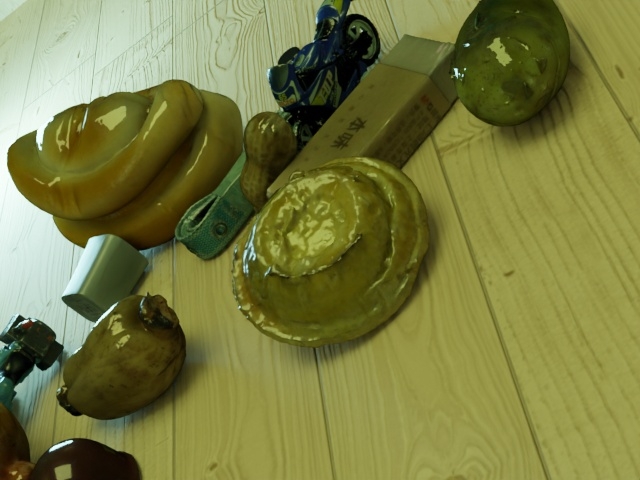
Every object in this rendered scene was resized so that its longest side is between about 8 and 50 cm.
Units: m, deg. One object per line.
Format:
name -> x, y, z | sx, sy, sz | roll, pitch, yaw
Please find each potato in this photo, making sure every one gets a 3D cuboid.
potato -> 0.257, -0.259, 1.628 | 0.169, 0.143, 0.248 | -14, 41, 24

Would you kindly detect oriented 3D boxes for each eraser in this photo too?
eraser -> 0.076, -0.159, 1.780 | 0.343, 0.078, 0.144 | -50, 34, -10

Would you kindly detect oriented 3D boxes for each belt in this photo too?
belt -> -0.121, -0.102, 1.941 | 0.302, 0.072, 0.087 | -51, 28, -9

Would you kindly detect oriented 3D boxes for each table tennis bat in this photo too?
table tennis bat -> -0.054, -0.338, 2.205 | 0.050, 0.007, 0.083 | -44, 30, 0

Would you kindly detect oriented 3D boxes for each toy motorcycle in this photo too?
toy motorcycle -> -0.525, 0.238, 1.953 | 0.182, 0.123, 0.272 | -23, 32, 56
toy motorcycle -> 0.005, -0.274, 1.910 | 0.113, 0.169, 0.315 | -10, 46, 44

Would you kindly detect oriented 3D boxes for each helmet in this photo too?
helmet -> -0.340, 0.339, 1.650 | 0.155, 0.106, 0.175 | -52, 36, -11

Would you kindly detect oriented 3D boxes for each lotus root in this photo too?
lotus root -> -0.286, 0.171, 1.753 | 0.257, 0.140, 0.154 | -39, 44, 27

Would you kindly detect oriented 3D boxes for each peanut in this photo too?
peanut -> -0.080, -0.119, 1.836 | 0.089, 0.089, 0.192 | -88, 8, -49

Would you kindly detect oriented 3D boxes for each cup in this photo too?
cup -> -0.376, 0.065, 2.019 | 0.128, 0.095, 0.129 | -10, 46, 45

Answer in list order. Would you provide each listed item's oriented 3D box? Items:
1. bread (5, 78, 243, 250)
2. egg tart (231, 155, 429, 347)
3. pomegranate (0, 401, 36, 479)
bread -> -0.337, -0.161, 2.089 | 0.424, 0.245, 0.329 | -12, 43, 35
egg tart -> 0.000, 0.000, 1.579 | 0.290, 0.115, 0.290 | -13, 56, 20
pomegranate -> -0.530, 0.339, 1.739 | 0.270, 0.229, 0.252 | -5, 84, 23
